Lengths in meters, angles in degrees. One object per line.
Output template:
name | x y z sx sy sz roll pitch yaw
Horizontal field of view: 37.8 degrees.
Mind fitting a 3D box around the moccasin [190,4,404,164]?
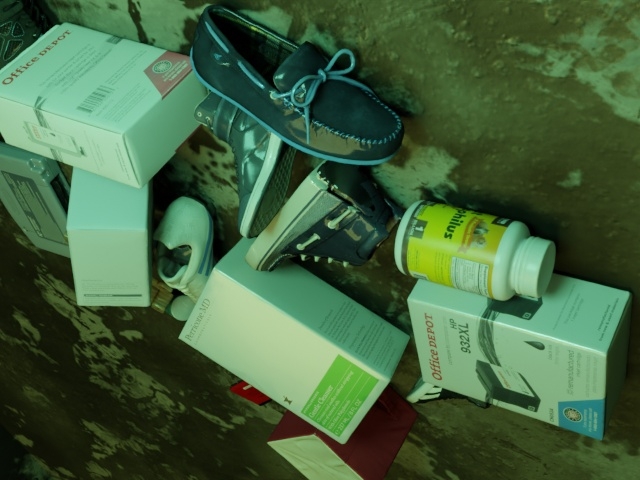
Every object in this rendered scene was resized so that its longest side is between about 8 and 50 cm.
moccasin | -0.042 -0.215 1.287 0.342 0.137 0.117 25 141 12

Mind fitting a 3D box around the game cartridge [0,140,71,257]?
game cartridge | -0.606 -0.086 2.006 0.198 0.062 0.297 19 143 30

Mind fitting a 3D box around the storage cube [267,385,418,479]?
storage cube | 0.045 0.380 1.895 0.183 0.193 0.215 45 146 -15

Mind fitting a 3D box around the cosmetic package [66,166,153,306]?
cosmetic package | -0.370 -0.036 1.671 0.138 0.224 0.224 1 141 -9

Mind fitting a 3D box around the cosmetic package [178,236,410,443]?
cosmetic package | -0.048 0.177 1.713 0.365 0.155 0.197 31 123 3

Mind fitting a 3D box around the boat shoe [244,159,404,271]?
boat shoe | 0.000 0.000 1.517 0.158 0.127 0.340 43 146 1

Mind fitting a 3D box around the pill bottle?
pill bottle | 0.225 0.017 1.357 0.215 0.117 0.117 15 141 27

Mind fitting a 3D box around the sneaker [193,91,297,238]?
sneaker | -0.126 -0.129 1.430 0.163 0.226 0.086 20 -173 20

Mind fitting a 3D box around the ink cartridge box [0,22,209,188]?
ink cartridge box | -0.348 -0.221 1.477 0.283 0.207 0.117 19 142 23

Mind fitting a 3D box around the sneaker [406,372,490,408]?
sneaker | 0.246 0.272 1.688 0.121 0.079 0.217 36 145 1

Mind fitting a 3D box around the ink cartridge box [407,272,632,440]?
ink cartridge box | 0.307 0.155 1.446 0.307 0.129 0.223 15 142 27

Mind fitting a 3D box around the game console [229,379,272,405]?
game console | -0.105 0.295 1.991 0.124 0.085 0.144 30 148 -16

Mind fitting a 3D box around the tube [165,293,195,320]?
tube | -0.320 0.140 2.016 0.080 0.052 0.207 51 163 -15

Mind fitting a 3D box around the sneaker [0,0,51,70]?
sneaker | -0.508 -0.376 1.536 0.140 0.125 0.341 8 144 -9

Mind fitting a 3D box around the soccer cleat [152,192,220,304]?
soccer cleat | -0.260 0.054 1.797 0.116 0.143 0.331 21 144 20

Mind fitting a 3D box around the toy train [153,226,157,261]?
toy train | -0.419 -0.012 1.916 0.184 0.080 0.105 27 138 10

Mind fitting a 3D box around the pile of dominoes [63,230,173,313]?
pile of dominoes | -0.413 0.064 1.871 0.251 0.040 0.196 30 166 -5
